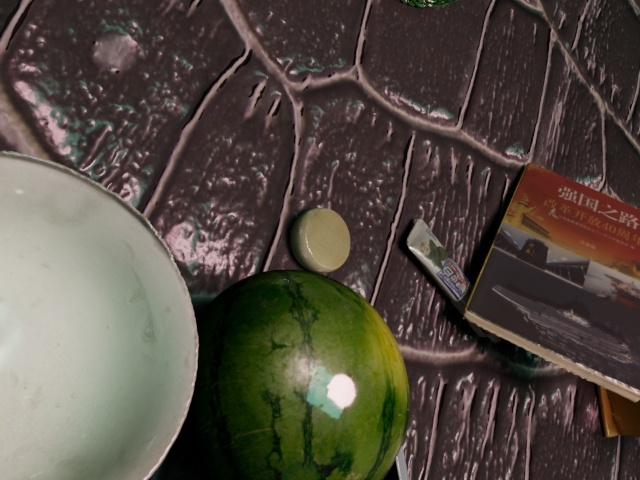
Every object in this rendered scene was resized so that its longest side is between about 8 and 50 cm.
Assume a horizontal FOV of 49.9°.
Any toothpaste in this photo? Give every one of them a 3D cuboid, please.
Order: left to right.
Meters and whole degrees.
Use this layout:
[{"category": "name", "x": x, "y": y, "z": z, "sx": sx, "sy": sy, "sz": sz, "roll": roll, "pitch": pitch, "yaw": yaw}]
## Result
[{"category": "toothpaste", "x": 0.200, "y": 0.068, "z": 1.012, "sx": 0.233, "sy": 0.038, "sz": 0.060, "roll": 50, "pitch": 46, "yaw": -17}]

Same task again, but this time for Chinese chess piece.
[{"category": "Chinese chess piece", "x": 0.000, "y": 0.000, "z": 0.870, "sx": 0.084, "sy": 0.034, "sz": 0.084, "roll": 10, "pitch": 75, "yaw": -39}]

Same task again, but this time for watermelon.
[{"category": "watermelon", "x": -0.029, "y": 0.150, "z": 0.681, "sx": 0.242, "sy": 0.242, "sz": 0.243, "roll": 10, "pitch": 74, "yaw": -37}]

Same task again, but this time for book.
[{"category": "book", "x": 0.394, "y": 0.042, "z": 1.059, "sx": 0.262, "sy": 0.028, "sz": 0.374, "roll": 25, "pitch": 50, "yaw": 11}]

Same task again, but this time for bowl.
[{"category": "bowl", "x": -0.268, "y": 0.094, "z": 0.546, "sx": 0.313, "sy": 0.146, "sz": 0.314, "roll": 13, "pitch": 60, "yaw": -24}]

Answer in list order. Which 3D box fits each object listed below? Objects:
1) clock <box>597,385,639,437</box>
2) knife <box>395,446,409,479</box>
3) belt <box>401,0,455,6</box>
[{"category": "clock", "x": 0.579, "y": 0.170, "z": 1.166, "sx": 0.200, "sy": 0.244, "sz": 0.317, "roll": -11, "pitch": 83, "yaw": -22}, {"category": "knife", "x": 0.115, "y": 0.342, "z": 0.865, "sx": 0.080, "sy": 0.044, "sz": 0.332, "roll": 5, "pitch": 71, "yaw": -76}, {"category": "belt", "x": 0.156, "y": -0.416, "z": 1.031, "sx": 0.151, "sy": 0.121, "sz": 0.079, "roll": 5, "pitch": 79, "yaw": -33}]
